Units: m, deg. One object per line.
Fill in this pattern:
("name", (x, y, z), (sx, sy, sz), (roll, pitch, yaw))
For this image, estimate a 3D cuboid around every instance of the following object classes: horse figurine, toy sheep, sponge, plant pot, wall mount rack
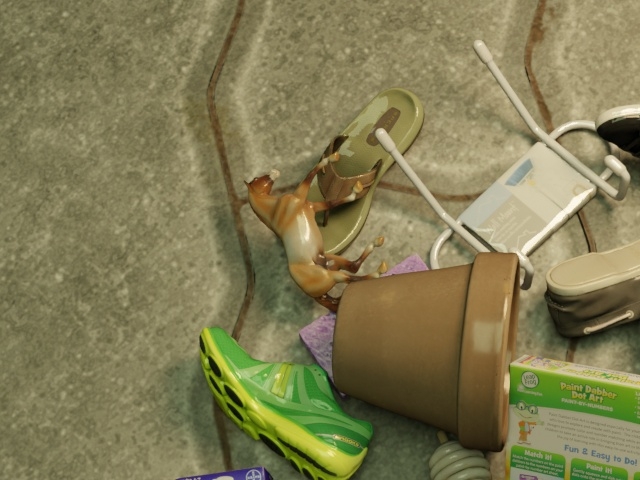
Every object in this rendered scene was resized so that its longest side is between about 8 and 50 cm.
("horse figurine", (0.000, 0.000, 1.829), (0.174, 0.066, 0.263), (-27, 85, 27))
("toy sheep", (0.188, 0.310, 1.721), (0.091, 0.091, 0.132), (-24, 52, -4))
("sponge", (0.085, 0.122, 1.842), (0.210, 0.031, 0.117), (-33, 68, -9))
("plant pot", (0.140, 0.135, 1.707), (0.229, 0.263, 0.263), (6, 67, 12))
("wall mount rack", (0.262, -0.105, 1.865), (0.350, 0.130, 0.304), (-42, 68, -12))

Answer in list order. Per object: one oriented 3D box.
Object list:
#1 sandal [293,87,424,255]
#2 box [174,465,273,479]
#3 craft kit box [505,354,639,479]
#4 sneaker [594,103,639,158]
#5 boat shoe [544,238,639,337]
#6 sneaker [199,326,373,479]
("sandal", (0.041, -0.109, 1.912), (0.120, 0.086, 0.303), (29, 81, 19))
("box", (-0.124, 0.384, 1.732), (0.126, 0.072, 0.137), (-9, 66, 4))
("craft kit box", (0.348, 0.281, 1.580), (0.250, 0.061, 0.247), (9, 107, 30))
("sneaker", (0.494, -0.116, 1.829), (0.217, 0.079, 0.121), (8, 62, -20))
("boat shoe", (0.475, 0.051, 1.804), (0.335, 0.095, 0.112), (-14, 30, -3))
("sneaker", (-0.052, 0.218, 1.792), (0.295, 0.109, 0.123), (38, 57, 20))
